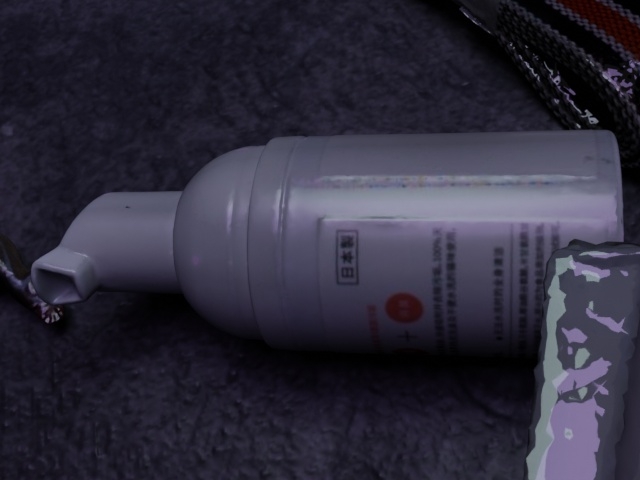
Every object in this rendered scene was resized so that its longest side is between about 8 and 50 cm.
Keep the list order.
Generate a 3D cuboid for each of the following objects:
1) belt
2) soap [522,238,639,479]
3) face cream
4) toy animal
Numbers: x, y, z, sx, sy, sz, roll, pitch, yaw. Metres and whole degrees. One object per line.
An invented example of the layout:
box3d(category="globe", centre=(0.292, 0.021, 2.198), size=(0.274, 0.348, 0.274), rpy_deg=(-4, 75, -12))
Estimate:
box3d(category="belt", centre=(0.161, -0.198, 0.723), size=(0.094, 0.126, 0.359), rpy_deg=(-27, 62, -17))
box3d(category="soap", centre=(0.230, 0.246, 0.359), size=(0.350, 0.213, 0.435), rpy_deg=(10, 60, 14))
box3d(category="face cream", centre=(0.000, 0.000, 0.605), size=(0.370, 0.145, 0.145), rpy_deg=(2, 58, 12))
box3d(category="toy animal", centre=(-0.271, 0.012, 0.717), size=(0.202, 0.070, 0.105), rpy_deg=(27, 77, 20))
